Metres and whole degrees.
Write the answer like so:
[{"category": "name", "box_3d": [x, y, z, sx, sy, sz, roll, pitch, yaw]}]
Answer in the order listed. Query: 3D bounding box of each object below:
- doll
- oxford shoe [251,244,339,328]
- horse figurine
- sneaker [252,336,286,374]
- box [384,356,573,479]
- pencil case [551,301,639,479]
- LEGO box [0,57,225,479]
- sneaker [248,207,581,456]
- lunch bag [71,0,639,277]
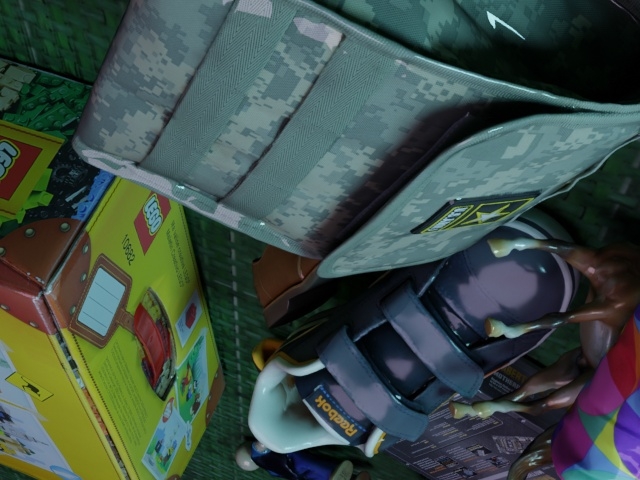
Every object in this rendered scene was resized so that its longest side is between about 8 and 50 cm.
[{"category": "doll", "box_3d": [-0.034, 0.272, 1.417, 0.189, 0.046, 0.129, 4, 154, 44]}, {"category": "oxford shoe", "box_3d": [0.000, 0.000, 0.938, 0.212, 0.076, 0.076, -38, 73, 47]}, {"category": "horse figurine", "box_3d": [0.190, 0.075, 0.825, 0.175, 0.066, 0.263, -6, 132, -12]}, {"category": "sneaker", "box_3d": [0.009, 0.123, 1.114, 0.215, 0.084, 0.083, -20, 115, 48]}, {"category": "box", "box_3d": [0.153, 0.178, 1.110, 0.183, 0.056, 0.231, 31, 151, -11]}, {"category": "pencil case", "box_3d": [0.234, 0.074, 0.726, 0.104, 0.104, 0.236, 24, 125, 3]}, {"category": "LEGO box", "box_3d": [-0.319, 0.045, 1.122, 0.373, 0.193, 0.500, 18, 150, 13]}, {"category": "sneaker", "box_3d": [0.064, 0.089, 0.910, 0.126, 0.127, 0.321, 47, 135, -6]}, {"category": "lunch bag", "box_3d": [0.031, -0.091, 0.666, 0.287, 0.168, 0.235, 25, 151, -13]}]
